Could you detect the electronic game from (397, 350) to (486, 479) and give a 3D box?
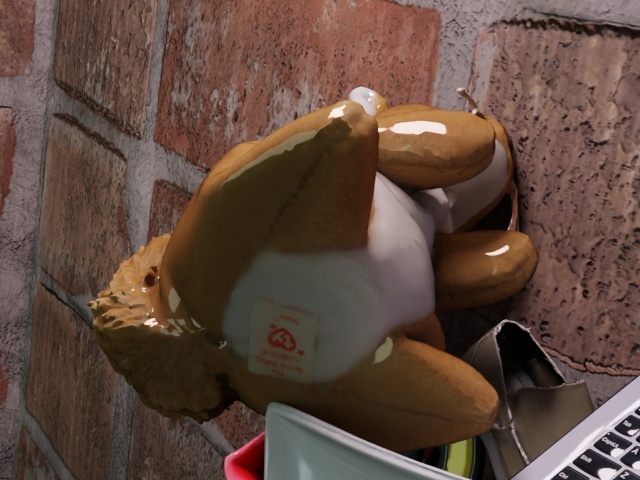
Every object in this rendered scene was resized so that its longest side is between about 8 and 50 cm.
[{"bbox_3d":[0.060,0.199,1.196,0.229,0.048,0.229,-6,80,37],"label":"electronic game"}]

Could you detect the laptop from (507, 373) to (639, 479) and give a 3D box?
[{"bbox_3d":[0.282,0.091,0.765,0.382,0.408,0.236,26,145,58],"label":"laptop"}]

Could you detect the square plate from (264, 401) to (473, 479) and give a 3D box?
[{"bbox_3d":[0.065,0.312,0.848,0.344,0.049,0.347,9,101,55],"label":"square plate"}]

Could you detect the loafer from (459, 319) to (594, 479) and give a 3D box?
[{"bbox_3d":[0.191,0.162,1.043,0.251,0.094,0.087,56,139,44],"label":"loafer"}]

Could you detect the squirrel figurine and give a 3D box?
[{"bbox_3d":[0.000,0.000,1.100,0.397,0.370,0.281,-24,107,29],"label":"squirrel figurine"}]

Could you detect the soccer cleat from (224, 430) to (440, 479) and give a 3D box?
[{"bbox_3d":[0.015,0.221,1.313,0.318,0.116,0.108,-32,60,50],"label":"soccer cleat"}]
